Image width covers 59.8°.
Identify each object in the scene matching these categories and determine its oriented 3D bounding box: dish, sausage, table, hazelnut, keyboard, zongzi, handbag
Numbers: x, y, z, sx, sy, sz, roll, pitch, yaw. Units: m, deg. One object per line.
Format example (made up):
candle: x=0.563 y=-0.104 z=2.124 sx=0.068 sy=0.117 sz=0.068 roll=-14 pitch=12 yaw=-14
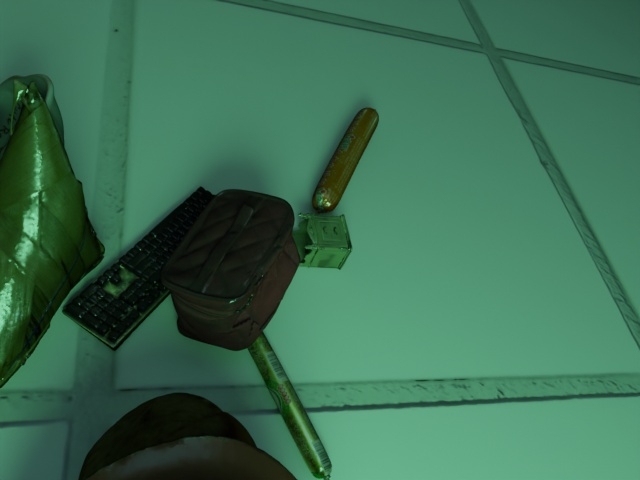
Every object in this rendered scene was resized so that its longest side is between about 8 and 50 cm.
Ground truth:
dish: x=-0.439 y=-0.131 z=0.821 sx=0.081 sy=0.229 sz=0.230 roll=33 pitch=31 yaw=-54
sausage: x=-0.053 y=0.212 z=0.779 sx=0.032 sy=0.033 sz=0.269 roll=-17 pitch=62 yaw=-31
table: x=0.000 y=0.000 z=0.945 sx=0.083 sy=0.062 sz=0.079 roll=3 pitch=53 yaw=-20
hazelnut: x=-0.153 y=0.278 z=0.607 sx=0.208 sy=0.208 sz=0.208 roll=11 pitch=51 yaw=-14
keyboard: x=-0.238 y=0.027 z=0.852 sx=0.106 sy=0.027 sz=0.317 roll=32 pitch=49 yaw=5
sausage: x=0.054 y=-0.169 z=1.103 sx=0.053 sy=0.053 sz=0.348 roll=27 pitch=49 yaw=-1
zongzi: x=-0.369 y=0.006 z=0.638 sx=0.122 sy=0.289 sz=0.260 roll=18 pitch=50 yaw=3
handbag: x=-0.122 y=0.036 z=0.802 sx=0.146 sy=0.135 sz=0.225 roll=14 pitch=48 yaw=18

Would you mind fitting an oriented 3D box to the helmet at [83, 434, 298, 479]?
helmet: x=-0.112 y=0.371 z=0.399 sx=0.337 sy=0.230 sz=0.385 roll=28 pitch=84 yaw=-15
